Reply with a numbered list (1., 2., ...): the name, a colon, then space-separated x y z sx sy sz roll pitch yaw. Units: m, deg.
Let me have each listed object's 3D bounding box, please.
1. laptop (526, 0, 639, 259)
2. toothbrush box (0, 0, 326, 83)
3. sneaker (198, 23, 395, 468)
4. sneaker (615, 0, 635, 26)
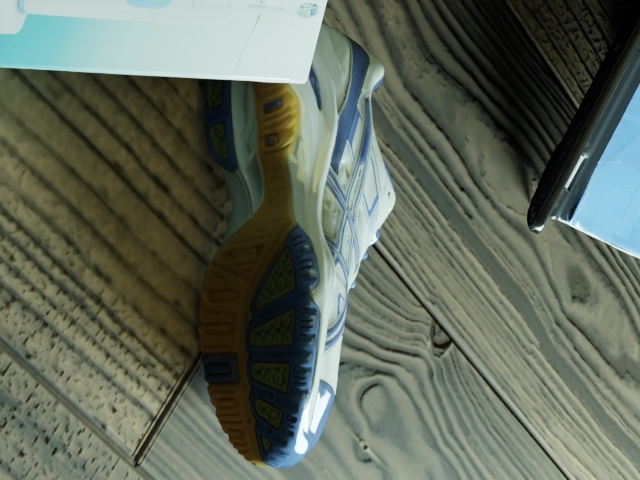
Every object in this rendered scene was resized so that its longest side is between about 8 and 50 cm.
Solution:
1. laptop: 0.347 -0.139 1.174 0.382 0.236 0.408 -64 174 8
2. toothbrush box: -0.122 -0.209 0.841 0.295 0.126 0.216 -3 114 -44
3. sneaker: 0.000 0.000 1.017 0.131 0.112 0.296 5 86 -45
4. sneaker: 0.285 -0.163 1.344 0.089 0.051 0.170 -56 129 -35
